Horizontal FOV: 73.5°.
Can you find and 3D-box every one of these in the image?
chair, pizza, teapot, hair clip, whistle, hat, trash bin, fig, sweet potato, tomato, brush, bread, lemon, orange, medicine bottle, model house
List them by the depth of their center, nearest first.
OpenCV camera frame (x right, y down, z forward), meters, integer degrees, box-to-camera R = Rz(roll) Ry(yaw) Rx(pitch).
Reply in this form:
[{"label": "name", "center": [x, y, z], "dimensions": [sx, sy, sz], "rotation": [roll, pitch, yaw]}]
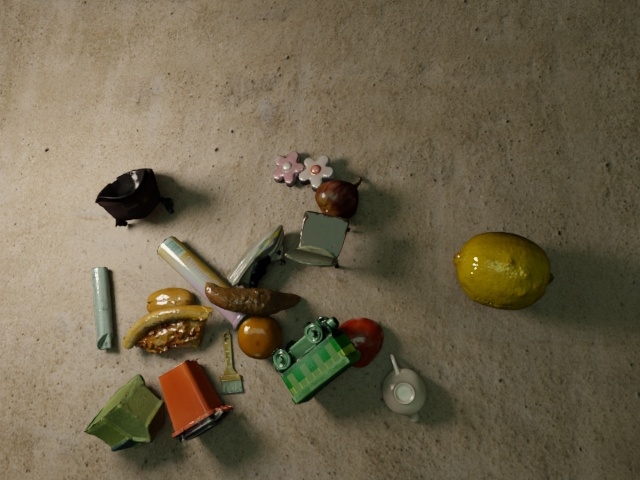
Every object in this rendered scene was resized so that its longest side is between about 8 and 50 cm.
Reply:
[{"label": "lemon", "center": [0.573, 0.095, 1.365], "dimensions": [0.284, 0.260, 0.260], "rotation": [-6, 78, -5]}, {"label": "teapot", "center": [0.273, 0.488, 1.413], "dimensions": [0.145, 0.092, 0.226], "rotation": [-16, 74, 4]}, {"label": "chair", "center": [0.000, 0.000, 1.419], "dimensions": [0.160, 0.319, 0.186], "rotation": [15, 86, 10]}, {"label": "sweet potato", "center": [-0.221, 0.204, 1.459], "dimensions": [0.341, 0.114, 0.092], "rotation": [8, 117, -19]}, {"label": "tomato", "center": [0.126, 0.340, 1.463], "dimensions": [0.166, 0.082, 0.174], "rotation": [39, 89, 14]}, {"label": "trash bin", "center": [-0.430, 0.534, 1.466], "dimensions": [0.184, 0.161, 0.239], "rotation": [-30, 73, 1]}, {"label": "orange", "center": [-0.210, 0.333, 1.489], "dimensions": [0.156, 0.124, 0.156], "rotation": [0, 98, 1]}, {"label": "model house", "center": [-0.659, 0.620, 1.492], "dimensions": [0.214, 0.195, 0.189], "rotation": [-40, 101, 13]}, {"label": "pizza", "center": [-0.540, 0.326, 1.533], "dimensions": [0.365, 0.074, 0.182], "rotation": [-15, 104, 7]}, {"label": "fig", "center": [0.079, -0.145, 1.535], "dimensions": [0.202, 0.148, 0.149], "rotation": [-8, 107, -17]}, {"label": "brush", "center": [-0.329, 0.438, 1.542], "dimensions": [0.082, 0.010, 0.218], "rotation": [-9, 78, 6]}, {"label": "medicine bottle", "center": [-0.419, 0.148, 1.567], "dimensions": [0.426, 0.108, 0.108], "rotation": [40, 87, 15]}, {"label": "bread", "center": [-0.561, 0.231, 1.584], "dimensions": [0.189, 0.077, 0.114], "rotation": [-4, 83, 4]}, {"label": "hat", "center": [-0.681, -0.137, 1.589], "dimensions": [0.238, 0.336, 0.209], "rotation": [-34, 115, -16]}, {"label": "hair clip", "center": [-0.064, -0.262, 1.615], "dimensions": [0.257, 0.075, 0.146], "rotation": [14, 86, 15]}, {"label": "whistle", "center": [-0.824, 0.255, 1.621], "dimensions": [0.062, 0.062, 0.312], "rotation": [-12, 78, 5]}]

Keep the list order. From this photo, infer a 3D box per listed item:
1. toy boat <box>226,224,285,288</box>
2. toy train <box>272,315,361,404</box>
[{"label": "toy boat", "center": [-0.211, 0.068, 1.537], "dimensions": [0.269, 0.141, 0.141], "rotation": [-39, 77, -3]}, {"label": "toy train", "center": [-0.021, 0.387, 1.420], "dimensions": [0.301, 0.120, 0.202], "rotation": [-44, 72, 21]}]
